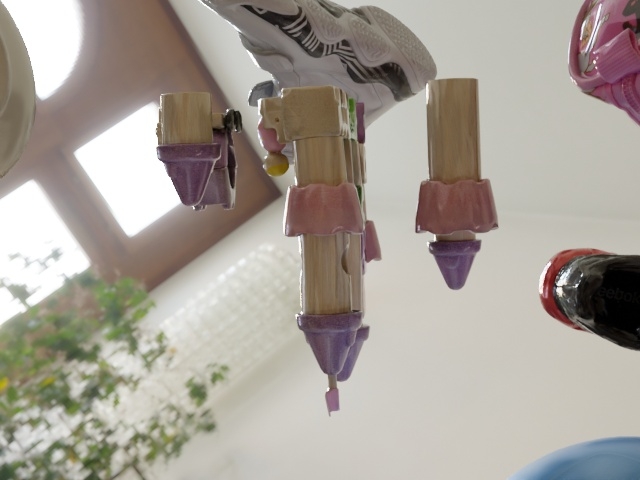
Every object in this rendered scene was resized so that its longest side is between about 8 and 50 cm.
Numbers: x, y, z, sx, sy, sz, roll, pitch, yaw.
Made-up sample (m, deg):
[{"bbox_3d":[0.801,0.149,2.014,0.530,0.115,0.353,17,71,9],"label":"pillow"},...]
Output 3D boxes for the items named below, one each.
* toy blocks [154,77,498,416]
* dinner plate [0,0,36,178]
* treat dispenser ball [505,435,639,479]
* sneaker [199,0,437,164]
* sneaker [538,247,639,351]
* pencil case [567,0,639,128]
[{"bbox_3d":[0.000,0.000,0.945,0.288,0.309,0.259,-32,119,-82],"label":"toy blocks"},{"bbox_3d":[-0.189,-0.087,0.482,0.017,0.141,0.141,-20,-71,40],"label":"dinner plate"},{"bbox_3d":[0.221,0.281,0.717,0.288,0.288,0.288,43,-23,23],"label":"treat dispenser ball"},{"bbox_3d":[-0.045,-0.208,1.250,0.210,0.366,0.137,-46,-133,29],"label":"sneaker"},{"bbox_3d":[0.366,0.071,1.054,0.276,0.097,0.135,10,4,1],"label":"sneaker"},{"bbox_3d":[0.374,-0.095,0.850,0.386,0.160,0.167,34,25,-23],"label":"pencil case"}]
